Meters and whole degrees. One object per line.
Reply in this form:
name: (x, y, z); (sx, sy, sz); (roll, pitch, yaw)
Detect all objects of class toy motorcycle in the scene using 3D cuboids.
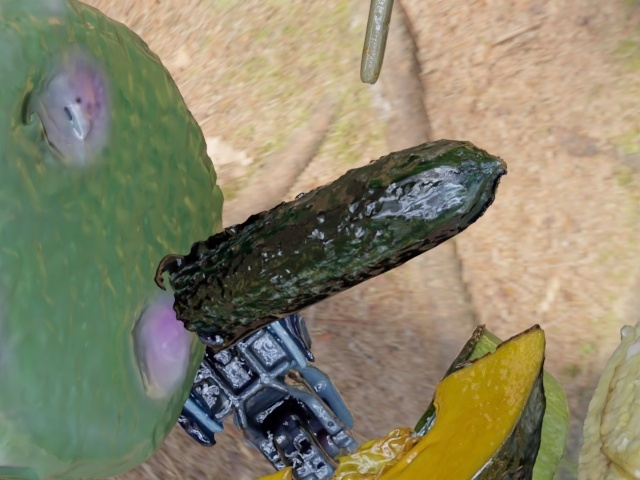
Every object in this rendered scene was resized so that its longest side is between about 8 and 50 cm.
toy motorcycle: (-0.091, 0.085, 1.607); (0.172, 0.232, 0.416); (-40, 101, 7)

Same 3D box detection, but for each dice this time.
dice: (-0.279, 0.000, 1.118); (0.322, 0.318, 0.330); (0, 82, 27)

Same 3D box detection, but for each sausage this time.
sausage: (0.058, -0.219, 1.583); (0.024, 0.024, 0.132); (7, 100, -14)

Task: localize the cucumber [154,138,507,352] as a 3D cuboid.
cucumber: (-0.002, 0.002, 0.854); (0.067, 0.245, 0.067); (18, 61, -35)

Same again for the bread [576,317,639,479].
bread: (0.377, 0.222, 1.267); (0.375, 0.236, 0.165); (39, 123, -7)

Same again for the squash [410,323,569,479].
squash: (0.150, 0.199, 1.569); (0.133, 0.220, 0.220); (27, 82, 1)

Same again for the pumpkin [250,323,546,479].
pumpkin: (0.080, 0.196, 1.048); (0.278, 0.111, 0.163); (-33, 120, 27)
